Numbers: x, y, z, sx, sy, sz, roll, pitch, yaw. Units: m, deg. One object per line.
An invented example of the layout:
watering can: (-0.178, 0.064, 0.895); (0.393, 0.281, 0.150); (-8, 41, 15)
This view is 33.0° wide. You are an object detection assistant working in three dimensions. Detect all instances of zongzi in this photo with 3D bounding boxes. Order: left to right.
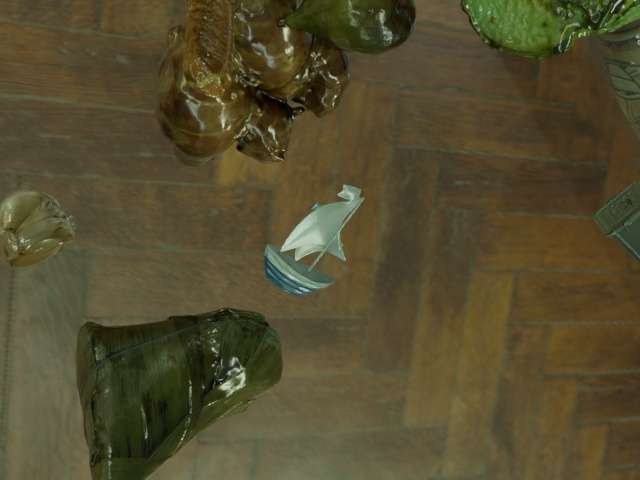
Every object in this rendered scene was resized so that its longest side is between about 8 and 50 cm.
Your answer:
zongzi: (-0.149, 0.197, 1.248); (0.250, 0.274, 0.125); (-10, 127, -10)

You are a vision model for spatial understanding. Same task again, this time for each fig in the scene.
fig: (0.038, -0.300, 1.496); (0.133, 0.185, 0.127); (4, 57, -64)

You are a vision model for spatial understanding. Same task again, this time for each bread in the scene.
bread: (-0.109, -0.195, 1.062); (0.052, 0.157, 0.044); (36, 120, -29)

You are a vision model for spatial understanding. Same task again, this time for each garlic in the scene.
garlic: (-0.333, -0.018, 1.237); (0.094, 0.074, 0.113); (-38, 159, -30)

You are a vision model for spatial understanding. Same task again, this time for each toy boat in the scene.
toy boat: (-0.011, 0.003, 1.246); (0.105, 0.034, 0.149); (3, 124, -29)

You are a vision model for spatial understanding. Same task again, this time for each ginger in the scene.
ginger: (-0.118, -0.246, 1.678); (0.357, 0.152, 0.274); (-40, 138, 16)

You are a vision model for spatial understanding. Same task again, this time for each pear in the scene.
pear: (0.363, -0.356, 1.538); (0.255, 0.238, 0.164); (-22, 84, -53)

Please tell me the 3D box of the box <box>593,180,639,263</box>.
box: (0.424, -0.022, 1.448); (0.084, 0.122, 0.069); (-40, 98, 13)

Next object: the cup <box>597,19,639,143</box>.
cup: (0.595, -0.295, 1.721); (0.257, 0.301, 0.227); (44, 42, -34)
